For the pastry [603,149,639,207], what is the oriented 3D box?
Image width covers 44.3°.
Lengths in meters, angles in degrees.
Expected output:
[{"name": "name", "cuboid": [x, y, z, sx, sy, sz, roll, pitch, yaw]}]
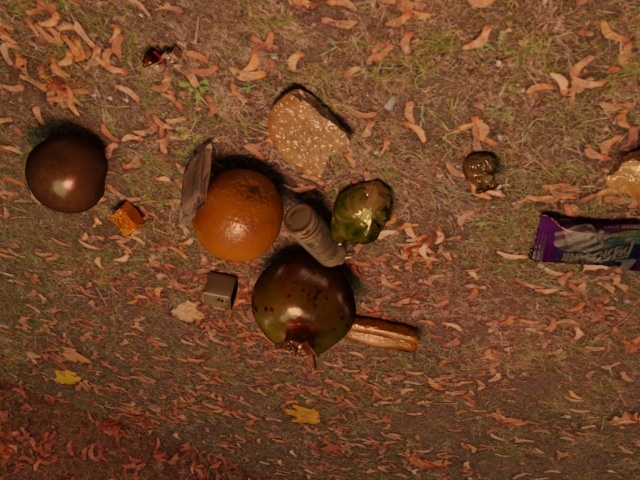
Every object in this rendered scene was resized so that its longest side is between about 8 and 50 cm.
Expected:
[{"name": "pastry", "cuboid": [0.691, -0.101, 1.628, 0.258, 0.089, 0.121, 37, 133, -25]}]

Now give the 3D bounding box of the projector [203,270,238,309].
[{"name": "projector", "cuboid": [-0.289, 0.146, 2.282, 0.082, 0.083, 0.083, 11, 144, 4]}]

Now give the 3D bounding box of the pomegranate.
[{"name": "pomegranate", "cuboid": [-0.049, 0.205, 2.084, 0.291, 0.323, 0.290, 6, 150, 4]}]

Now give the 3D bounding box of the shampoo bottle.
[{"name": "shampoo bottle", "cuboid": [0.000, 0.000, 1.966, 0.085, 0.085, 0.262, -5, 154, 24]}]

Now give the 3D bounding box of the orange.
[{"name": "orange", "cuboid": [-0.197, -0.059, 1.873, 0.236, 0.236, 0.236, 9, 143, 7]}]

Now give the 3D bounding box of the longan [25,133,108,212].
[{"name": "longan", "cuboid": [-0.617, -0.161, 1.911, 0.198, 0.198, 0.212, 29, 140, -18]}]

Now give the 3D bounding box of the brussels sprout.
[{"name": "brussels sprout", "cuboid": [0.097, -0.063, 1.875, 0.139, 0.100, 0.181, 32, 141, -7]}]

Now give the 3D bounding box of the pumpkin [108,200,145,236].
[{"name": "pumpkin", "cuboid": [-0.518, -0.059, 2.120, 0.074, 0.054, 0.083, -28, 105, 38]}]

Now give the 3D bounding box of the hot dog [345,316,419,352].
[{"name": "hot dog", "cuboid": [0.148, 0.265, 2.310, 0.289, 0.068, 0.083, 13, 121, 8]}]

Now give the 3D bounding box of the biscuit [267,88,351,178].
[{"name": "biscuit", "cuboid": [-0.022, -0.233, 1.737, 0.188, 0.040, 0.265, 5, 144, 13]}]

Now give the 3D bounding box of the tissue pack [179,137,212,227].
[{"name": "tissue pack", "cuboid": [-0.293, -0.134, 1.831, 0.026, 0.193, 0.122, 20, 146, -32]}]

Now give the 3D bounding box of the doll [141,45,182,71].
[{"name": "doll", "cuboid": [-0.334, -0.383, 1.647, 0.058, 0.040, 0.085, 26, 148, -35]}]

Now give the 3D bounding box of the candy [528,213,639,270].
[{"name": "candy", "cuboid": [0.626, 0.006, 1.811, 0.275, 0.070, 0.145, 6, 134, 14]}]

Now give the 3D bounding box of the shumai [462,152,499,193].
[{"name": "shumai", "cuboid": [0.343, -0.138, 1.703, 0.083, 0.080, 0.082, -20, 130, 40]}]
